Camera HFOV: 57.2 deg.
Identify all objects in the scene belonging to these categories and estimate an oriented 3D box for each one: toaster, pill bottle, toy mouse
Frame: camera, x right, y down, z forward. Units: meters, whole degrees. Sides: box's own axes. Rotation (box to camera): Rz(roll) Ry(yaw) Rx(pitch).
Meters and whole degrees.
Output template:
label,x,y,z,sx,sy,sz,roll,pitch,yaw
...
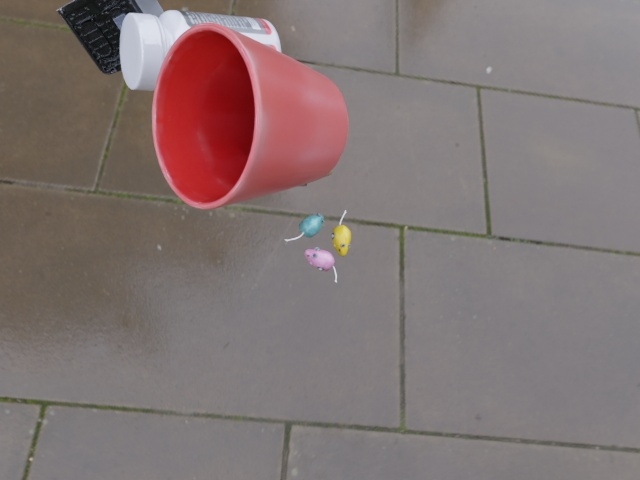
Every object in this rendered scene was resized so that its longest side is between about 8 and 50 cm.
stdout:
label,x,y,z,sx,sy,sz,roll,pitch,yaw
toaster,-0.419,-0.453,1.234,0.167,0.186,0.110,-17,35,21
pill bottle,-0.234,-0.362,1.151,0.283,0.161,0.161,-8,63,-34
toy mouse,0.000,0.000,1.147,0.143,0.031,0.161,8,68,-27

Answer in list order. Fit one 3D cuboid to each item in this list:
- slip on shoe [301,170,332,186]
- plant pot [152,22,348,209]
label,x,y,z,sx,sy,sz,roll,pitch,yaw
slip on shoe,-0.040,-0.119,1.124,0.135,0.041,0.051,-27,26,17
plant pot,-0.103,-0.192,0.968,0.243,0.275,0.275,-7,59,-48
